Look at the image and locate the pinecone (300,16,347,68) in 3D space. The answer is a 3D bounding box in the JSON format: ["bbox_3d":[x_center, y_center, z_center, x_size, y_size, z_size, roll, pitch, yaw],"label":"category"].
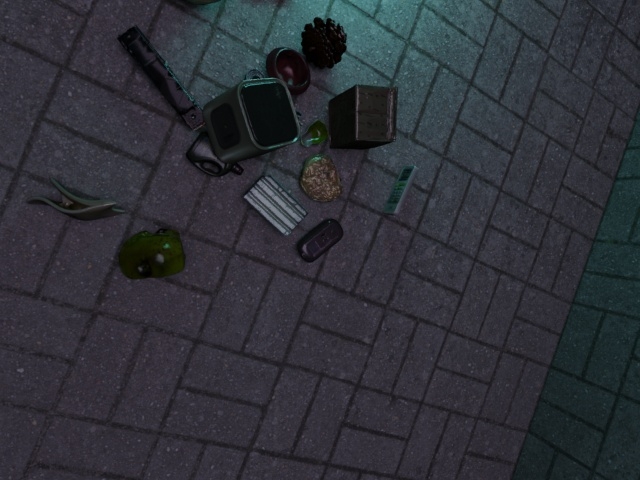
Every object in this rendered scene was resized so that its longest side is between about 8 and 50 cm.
[{"bbox_3d":[0.023,-0.824,1.751,0.208,0.208,0.207,-2,95,-21],"label":"pinecone"}]

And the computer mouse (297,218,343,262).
[{"bbox_3d":[0.000,0.000,1.881,0.232,0.057,0.120,-40,107,-16],"label":"computer mouse"}]

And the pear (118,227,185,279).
[{"bbox_3d":[-0.624,0.053,1.541,0.239,0.255,0.163,-9,99,-15],"label":"pear"}]

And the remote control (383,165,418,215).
[{"bbox_3d":[0.376,-0.234,1.982,0.034,0.103,0.250,28,85,-24],"label":"remote control"}]

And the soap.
[{"bbox_3d":[-0.188,-0.147,1.781,0.150,0.094,0.261,-47,110,-6],"label":"soap"}]

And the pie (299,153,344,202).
[{"bbox_3d":[-0.001,-0.268,1.859,0.185,0.052,0.218,-28,106,-18],"label":"pie"}]

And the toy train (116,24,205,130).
[{"bbox_3d":[-0.578,-0.597,1.588,0.086,0.089,0.409,-39,108,-3],"label":"toy train"}]

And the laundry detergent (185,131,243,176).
[{"bbox_3d":[-0.412,-0.321,1.684,0.222,0.078,0.144,36,79,-22],"label":"laundry detergent"}]

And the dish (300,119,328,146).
[{"bbox_3d":[-0.034,-0.458,1.838,0.137,0.039,0.091,-36,111,-14],"label":"dish"}]

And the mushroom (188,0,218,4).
[{"bbox_3d":[-0.452,-1.050,1.519,0.315,0.314,0.335,7,71,-22],"label":"mushroom"}]

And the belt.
[{"bbox_3d":[-0.188,-0.583,1.748,0.302,0.072,0.087,42,82,-19],"label":"belt"}]

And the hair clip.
[{"bbox_3d":[-0.862,-0.127,1.487,0.282,0.172,0.113,23,78,-12],"label":"hair clip"}]

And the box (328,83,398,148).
[{"bbox_3d":[0.170,-0.507,1.777,0.191,0.297,0.225,-2,96,-18],"label":"box"}]

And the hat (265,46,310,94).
[{"bbox_3d":[-0.138,-0.692,1.745,0.206,0.089,0.205,4,83,-32],"label":"hat"}]

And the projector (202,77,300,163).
[{"bbox_3d":[-0.260,-0.448,1.599,0.249,0.249,0.248,-26,104,-41],"label":"projector"}]
